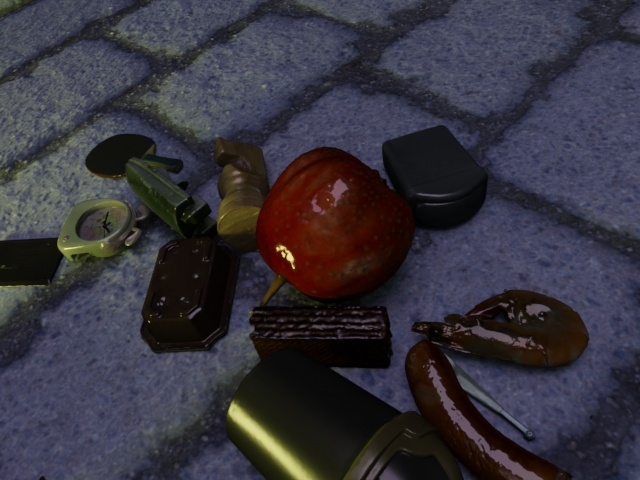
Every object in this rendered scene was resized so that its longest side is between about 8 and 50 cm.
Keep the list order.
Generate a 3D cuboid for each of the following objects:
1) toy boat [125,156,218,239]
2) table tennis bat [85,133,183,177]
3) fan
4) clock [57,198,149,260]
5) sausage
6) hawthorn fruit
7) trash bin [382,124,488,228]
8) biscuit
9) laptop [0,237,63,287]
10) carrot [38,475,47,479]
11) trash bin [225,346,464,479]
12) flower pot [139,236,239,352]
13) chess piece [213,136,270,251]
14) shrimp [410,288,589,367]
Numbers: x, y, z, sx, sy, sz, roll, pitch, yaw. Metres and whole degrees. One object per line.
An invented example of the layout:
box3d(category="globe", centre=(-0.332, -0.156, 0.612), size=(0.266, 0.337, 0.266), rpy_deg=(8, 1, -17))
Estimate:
box3d(category="toy boat", centre=(-0.353, -0.108, 1.153), size=(0.319, 0.141, 0.092), rpy_deg=(34, 65, 32))
box3d(category="table tennis bat", centre=(-0.493, -0.223, 1.354), size=(0.301, 0.022, 0.173), rpy_deg=(13, 54, 22))
box3d(category="fan", centre=(0.258, 0.251, 0.821), size=(0.038, 0.016, 0.193), rpy_deg=(-43, 55, -12))
box3d(category="clock", centre=(-0.489, -0.027, 1.167), size=(0.191, 0.062, 0.151), rpy_deg=(-3, 50, 8))
box3d(category="sausage", centre=(0.227, 0.278, 0.764), size=(0.103, 0.076, 0.302), rpy_deg=(-39, 55, -11))
box3d(category="hawthorn fruit", centre=(0.000, 0.000, 0.939), size=(0.330, 0.287, 0.287), rpy_deg=(-46, 55, -3))
box3d(category="trash bin", centre=(0.242, -0.136, 1.089), size=(0.177, 0.101, 0.236), rpy_deg=(-18, 48, -2))
box3d(category="biscuit", centre=(-0.003, 0.166, 0.883), size=(0.252, 0.106, 0.070), rpy_deg=(-1, 50, 10))
box3d(category="laptop", centre=(-0.692, 0.050, 1.175), size=(0.197, 0.016, 0.135), rpy_deg=(-4, 52, 8))
box3d(category="carrot", centre=(-0.491, 0.465, 0.706), size=(0.254, 0.196, 0.196), rpy_deg=(-22, 49, -25))
box3d(category="trash bin", centre=(0.039, 0.302, 0.698), size=(0.334, 0.214, 0.214), rpy_deg=(29, 62, 33))
box3d(category="flower pot", centre=(-0.268, 0.090, 1.013), size=(0.179, 0.084, 0.251), rpy_deg=(-4, 50, 8))
box3d(category="chess piece", centre=(-0.170, -0.123, 1.143), size=(0.137, 0.137, 0.301), rpy_deg=(-13, 46, 1))
box3d(category="shrimp", centre=(0.303, 0.139, 0.873), size=(0.287, 0.063, 0.152), rpy_deg=(6, 50, 11))
